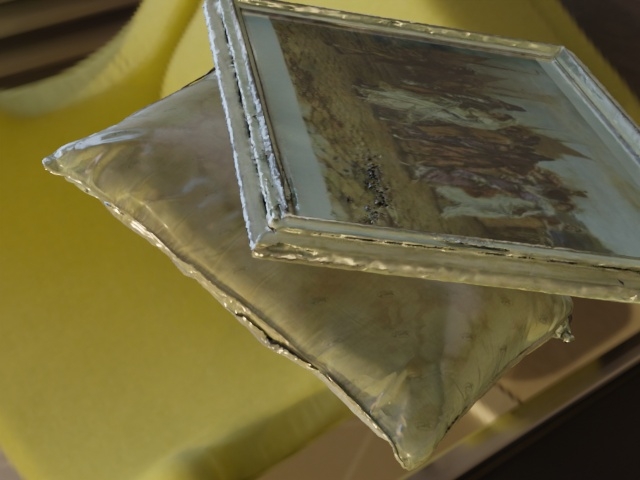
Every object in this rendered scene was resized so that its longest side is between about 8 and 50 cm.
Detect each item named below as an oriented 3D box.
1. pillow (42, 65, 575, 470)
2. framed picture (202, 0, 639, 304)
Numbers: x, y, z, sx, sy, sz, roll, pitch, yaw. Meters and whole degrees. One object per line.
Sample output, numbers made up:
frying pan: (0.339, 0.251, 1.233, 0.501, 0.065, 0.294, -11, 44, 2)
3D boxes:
pillow: (0.000, 0.000, 0.777, 0.302, 0.185, 0.075, 38, 136, 18)
framed picture: (0.060, -0.052, 0.572, 0.274, 0.217, 0.017, -109, 29, -59)
